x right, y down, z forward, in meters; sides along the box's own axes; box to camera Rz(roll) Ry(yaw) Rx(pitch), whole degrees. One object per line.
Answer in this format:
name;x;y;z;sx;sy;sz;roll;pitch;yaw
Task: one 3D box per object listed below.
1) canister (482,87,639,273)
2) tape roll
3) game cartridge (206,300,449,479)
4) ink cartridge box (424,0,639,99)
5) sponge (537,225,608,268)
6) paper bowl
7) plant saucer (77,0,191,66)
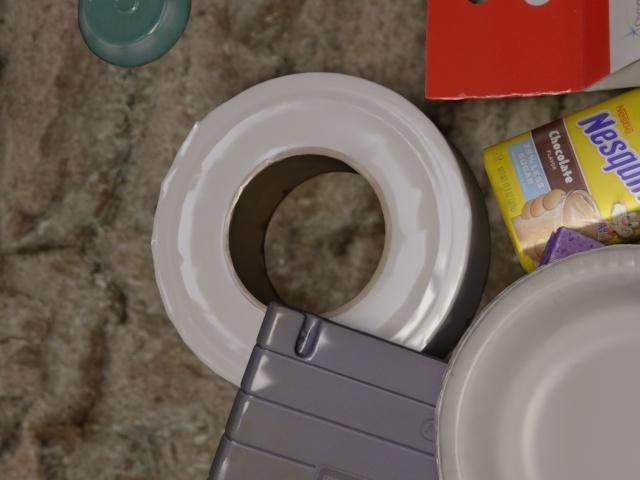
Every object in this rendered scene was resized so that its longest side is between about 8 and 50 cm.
canister;0.234;-0.052;1.174;0.170;0.073;0.126;-22;76;14
tape roll;0.000;0.000;1.224;0.286;0.100;0.286;-2;82;17
game cartridge;0.088;0.211;1.114;0.355;0.068;0.230;20;92;-10
ink cartridge box;0.270;-0.280;1.152;0.385;0.091;0.308;-3;67;15
sponge;0.262;0.084;1.121;0.210;0.031;0.117;24;79;-3
paper bowl;0.222;0.144;1.000;0.284;0.148;0.284;0;85;4
plant saucer;-0.183;-0.227;1.353;0.119;0.021;0.119;-2;82;17
